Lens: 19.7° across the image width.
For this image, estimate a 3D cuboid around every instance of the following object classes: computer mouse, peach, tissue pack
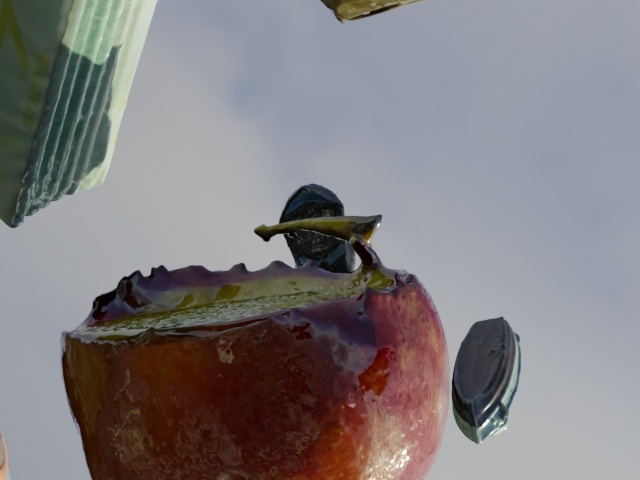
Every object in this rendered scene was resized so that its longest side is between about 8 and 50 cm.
[{"bbox_3d":[0.000,0.000,2.134,0.047,0.079,0.135,38,37,-71],"label":"computer mouse"},{"bbox_3d":[-0.059,0.166,1.840,0.406,0.335,0.310,-10,-74,25],"label":"peach"},{"bbox_3d":[-0.318,-0.236,1.834,0.287,0.162,0.388,42,-40,15],"label":"tissue pack"}]

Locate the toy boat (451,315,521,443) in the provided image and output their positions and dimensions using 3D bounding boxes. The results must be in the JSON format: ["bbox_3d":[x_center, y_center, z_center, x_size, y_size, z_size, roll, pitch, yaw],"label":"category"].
[{"bbox_3d":[0.145,0.128,1.602,0.059,0.140,0.066,-11,-58,21],"label":"toy boat"}]

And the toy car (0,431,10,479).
[{"bbox_3d":[-0.485,0.278,2.192,0.212,0.270,0.180,34,22,-39],"label":"toy car"}]

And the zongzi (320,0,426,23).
[{"bbox_3d":[0.077,-0.195,0.988,0.160,0.176,0.078,-7,-50,23],"label":"zongzi"}]
